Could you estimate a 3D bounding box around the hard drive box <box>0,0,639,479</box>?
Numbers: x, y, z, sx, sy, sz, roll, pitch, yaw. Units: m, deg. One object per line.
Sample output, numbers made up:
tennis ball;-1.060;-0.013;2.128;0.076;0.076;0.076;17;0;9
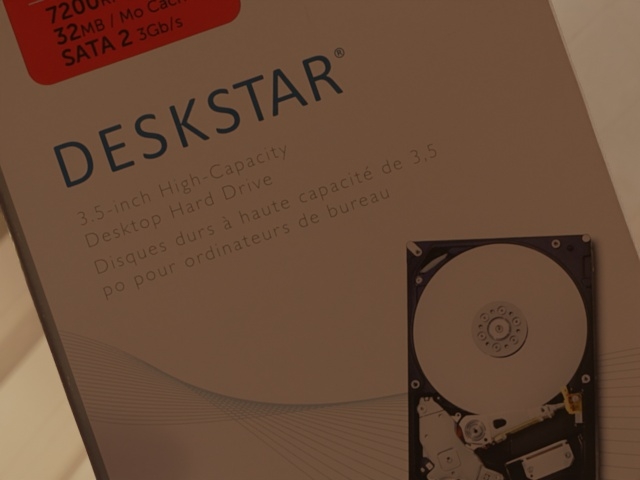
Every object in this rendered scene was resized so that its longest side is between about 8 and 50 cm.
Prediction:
hard drive box;0.000;0.000;0.572;0.181;0.089;0.232;-20;-91;-1
